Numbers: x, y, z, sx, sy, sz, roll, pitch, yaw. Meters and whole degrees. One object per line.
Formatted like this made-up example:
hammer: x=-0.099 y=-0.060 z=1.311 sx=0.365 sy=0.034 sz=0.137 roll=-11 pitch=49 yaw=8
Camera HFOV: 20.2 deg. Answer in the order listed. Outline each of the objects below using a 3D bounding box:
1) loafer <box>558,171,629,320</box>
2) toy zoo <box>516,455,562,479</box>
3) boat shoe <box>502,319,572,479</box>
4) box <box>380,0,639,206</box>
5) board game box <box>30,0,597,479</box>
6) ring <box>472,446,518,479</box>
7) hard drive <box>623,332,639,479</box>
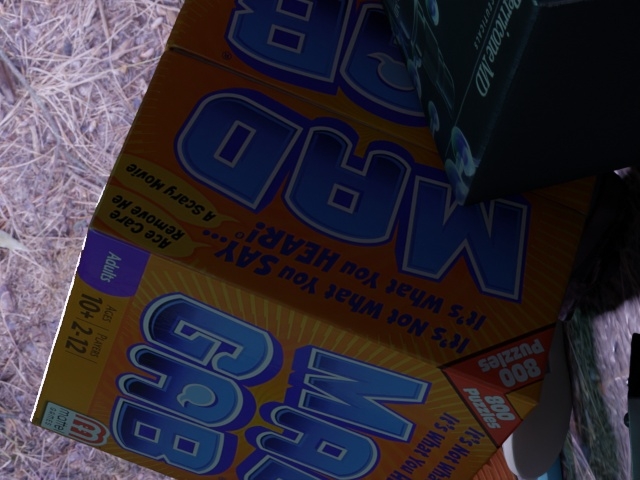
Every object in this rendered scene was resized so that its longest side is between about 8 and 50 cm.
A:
loafer: x=0.234 y=0.006 z=1.645 sx=0.302 sy=0.095 sz=0.109 roll=123 pitch=167 yaw=-70
toy zoo: x=0.176 y=0.212 z=1.990 sx=0.192 sy=0.030 sz=0.293 roll=6 pitch=114 yaw=42
boat shoe: x=0.205 y=0.132 z=1.860 sx=0.081 sy=0.079 sz=0.228 roll=23 pitch=121 yaw=55
box: x=0.157 y=-0.276 z=1.332 sx=0.293 sy=0.212 sz=0.395 roll=103 pitch=150 yaw=-64
board game box: x=0.000 y=0.000 z=1.534 sx=0.356 sy=0.356 sz=0.356 roll=118 pitch=173 yaw=-57
ring: x=0.077 y=0.287 z=2.037 sx=0.336 sy=0.032 sz=0.337 roll=15 pitch=120 yaw=28
hard drive: x=0.289 y=0.221 z=1.513 sx=0.172 sy=0.054 sz=0.255 roll=-57 pitch=-38 yaw=-70
